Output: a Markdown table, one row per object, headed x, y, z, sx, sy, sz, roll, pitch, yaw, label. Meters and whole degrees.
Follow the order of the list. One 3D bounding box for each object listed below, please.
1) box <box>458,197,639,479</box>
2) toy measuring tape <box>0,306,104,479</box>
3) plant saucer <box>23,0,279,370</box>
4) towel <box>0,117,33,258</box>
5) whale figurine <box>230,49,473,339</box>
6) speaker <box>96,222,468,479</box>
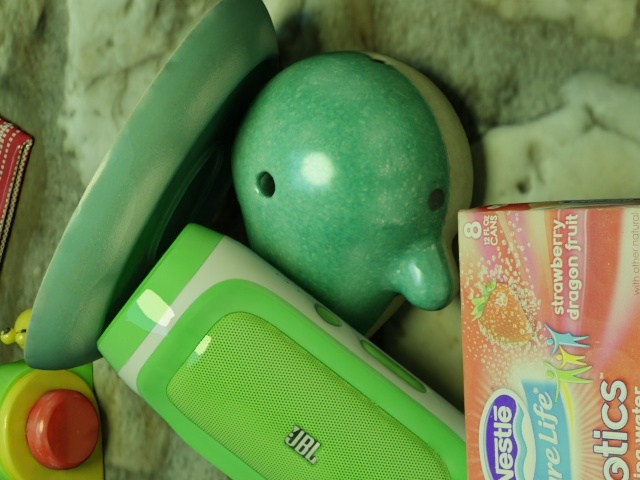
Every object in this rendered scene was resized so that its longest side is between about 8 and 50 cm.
| x | y | z | sx | sy | sz | roll | pitch | yaw | label |
| --- | --- | --- | --- | --- | --- | --- | --- | --- | --- |
| 0.188 | 0.123 | 1.163 | 0.154 | 0.142 | 0.300 | 1 | 94 | 44 | box |
| -0.246 | 0.222 | 1.601 | 0.121 | 0.121 | 0.330 | 0 | 93 | 43 | toy measuring tape |
| -0.111 | -0.035 | 1.352 | 0.044 | 0.317 | 0.317 | 30 | 116 | 6 | plant saucer |
| -0.379 | -0.058 | 1.763 | 0.275 | 0.031 | 0.198 | 30 | 111 | 36 | towel |
| 0.000 | 0.000 | 1.332 | 0.216 | 0.141 | 0.272 | 31 | 116 | 37 | whale figurine |
| -0.003 | 0.119 | 1.269 | 0.296 | 0.131 | 0.131 | 38 | 123 | -3 | speaker |
